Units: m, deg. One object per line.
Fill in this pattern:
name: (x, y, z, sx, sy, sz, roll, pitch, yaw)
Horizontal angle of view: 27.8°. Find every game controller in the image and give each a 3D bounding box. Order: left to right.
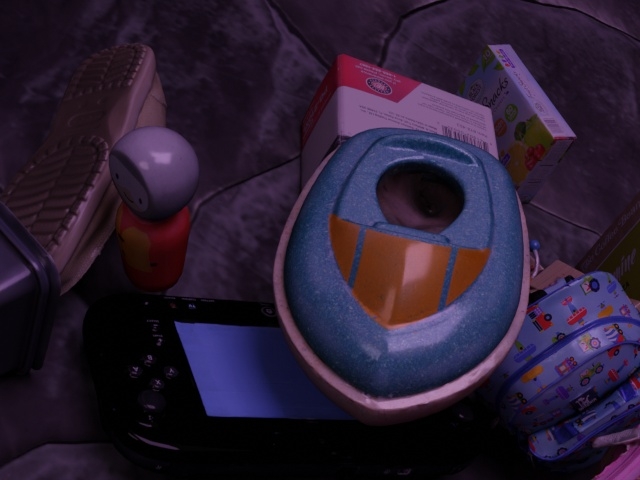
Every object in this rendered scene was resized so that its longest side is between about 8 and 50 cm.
game controller: (-0.025, 0.111, 1.001, 0.319, 0.067, 0.166, 6, 46, -29)

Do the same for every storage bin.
storage bin: (-0.247, 0.046, 0.878, 0.091, 0.135, 0.098, -31, 69, -38)

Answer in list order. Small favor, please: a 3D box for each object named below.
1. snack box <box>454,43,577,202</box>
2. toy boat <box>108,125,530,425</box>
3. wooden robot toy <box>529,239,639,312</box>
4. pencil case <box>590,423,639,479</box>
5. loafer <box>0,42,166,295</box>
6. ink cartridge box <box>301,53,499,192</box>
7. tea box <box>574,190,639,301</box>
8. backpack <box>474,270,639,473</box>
snack box: (0.198, -0.123, 1.364, 0.037, 0.100, 0.141, -4, 52, -35)
toy boat: (0.000, 0.000, 0.954, 0.318, 0.148, 0.267, 9, 48, 1)
wooden robot toy: (0.218, 0.067, 1.203, 0.079, 0.076, 0.173, -31, 37, -22)
pencil case: (0.178, 0.264, 0.904, 0.167, 0.160, 0.386, 48, 42, 17)
loafer: (-0.178, -0.048, 1.039, 0.092, 0.102, 0.268, 59, 37, -39)
ink cartridge box: (0.076, -0.043, 1.200, 0.172, 0.100, 0.237, 18, 41, -16)
tea box: (0.451, 0.114, 1.190, 0.329, 0.220, 0.323, 17, 42, -18)
backpack: (0.200, 0.104, 1.044, 0.117, 0.158, 0.173, 60, 6, 27)
